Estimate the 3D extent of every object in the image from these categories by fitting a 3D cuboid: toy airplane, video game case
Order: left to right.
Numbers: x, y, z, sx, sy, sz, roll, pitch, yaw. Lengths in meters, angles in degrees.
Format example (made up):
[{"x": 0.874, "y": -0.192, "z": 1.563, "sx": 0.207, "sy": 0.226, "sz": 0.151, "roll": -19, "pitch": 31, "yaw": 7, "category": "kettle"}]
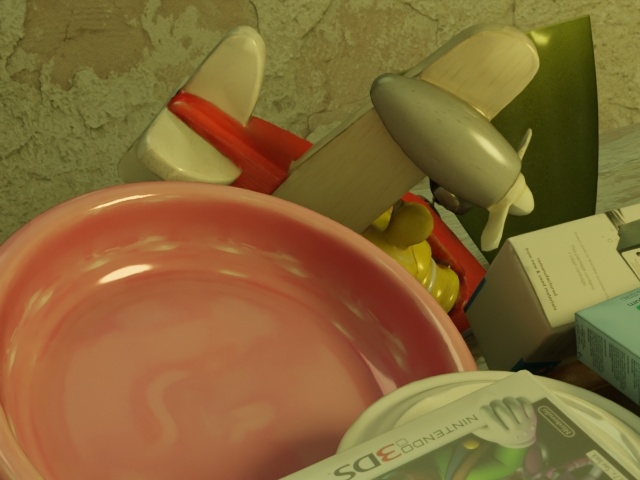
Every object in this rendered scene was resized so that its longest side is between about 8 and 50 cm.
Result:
[{"x": 0.000, "y": 0.000, "z": 0.786, "sx": 0.384, "sy": 0.386, "sz": 0.273, "roll": -8, "pitch": 48, "yaw": -3, "category": "toy airplane"}, {"x": 0.080, "y": 0.146, "z": 0.385, "sx": 0.173, "sy": 0.022, "sz": 0.190, "roll": -20, "pitch": 35, "yaw": -19, "category": "video game case"}]

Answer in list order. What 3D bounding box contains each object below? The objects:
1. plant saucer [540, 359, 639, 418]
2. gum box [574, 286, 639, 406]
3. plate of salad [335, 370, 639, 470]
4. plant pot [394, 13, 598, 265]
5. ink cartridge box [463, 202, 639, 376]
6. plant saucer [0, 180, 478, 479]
[{"x": 0.215, "y": 0.113, "z": 0.600, "sx": 0.168, "sy": 0.029, "sz": 0.168, "roll": -16, "pitch": 7, "yaw": 2, "category": "plant saucer"}, {"x": 0.272, "y": 0.071, "z": 0.520, "sx": 0.156, "sy": 0.041, "sz": 0.184, "roll": -18, "pitch": 27, "yaw": -14, "category": "gum box"}, {"x": 0.105, "y": 0.139, "z": 0.471, "sx": 0.199, "sy": 0.048, "sz": 0.200, "roll": -1, "pitch": 28, "yaw": 0, "category": "plate of salad"}, {"x": 0.257, "y": -0.116, "z": 1.168, "sx": 0.274, "sy": 0.294, "sz": 0.275, "roll": -16, "pitch": 7, "yaw": 2, "category": "plant pot"}, {"x": 0.226, "y": 0.038, "z": 0.684, "sx": 0.190, "sy": 0.082, "sz": 0.140, "roll": -16, "pitch": -24, "yaw": -14, "category": "ink cartridge box"}, {"x": -0.058, "y": 0.095, "z": 0.557, "sx": 0.332, "sy": 0.332, "sz": 0.084, "roll": -24, "pitch": -32, "yaw": -43, "category": "plant saucer"}]
